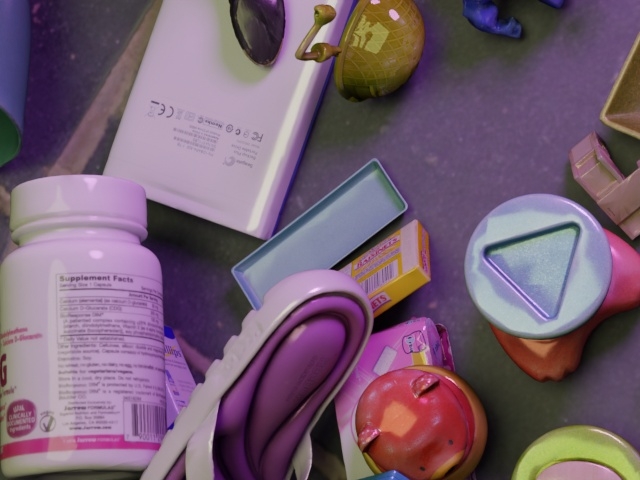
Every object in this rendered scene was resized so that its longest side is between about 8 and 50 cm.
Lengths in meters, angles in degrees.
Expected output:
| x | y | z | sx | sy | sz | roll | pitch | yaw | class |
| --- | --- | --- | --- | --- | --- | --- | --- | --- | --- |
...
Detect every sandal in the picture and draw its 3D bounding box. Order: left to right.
| x | y | z | sx | sy | sz | roll | pitch | yaw | class |
| --- | --- | --- | --- | --- | --- | --- | --- | --- | --- |
| -0.069 | 0.217 | 1.533 | 0.102 | 0.169 | 0.416 | 48 | 122 | 47 | sandal |

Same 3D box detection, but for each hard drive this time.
| x | y | z | sx | sy | sz | roll | pitch | yaw | class |
| --- | --- | --- | --- | --- | --- | --- | --- | --- | --- |
| -0.091 | -0.180 | 1.737 | 0.210 | 0.040 | 0.319 | 19 | 89 | 28 | hard drive |

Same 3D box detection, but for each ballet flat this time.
| x | y | z | sx | sy | sz | roll | pitch | yaw | class |
| --- | --- | --- | --- | --- | --- | --- | --- | --- | --- |
| -0.071 | -0.260 | 1.702 | 0.057 | 0.049 | 0.173 | -12 | 79 | -5 | ballet flat |

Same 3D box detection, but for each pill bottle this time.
| x | y | z | sx | sy | sz | roll | pitch | yaw | class |
| --- | --- | --- | --- | --- | --- | --- | --- | --- | --- |
| -0.232 | 0.089 | 1.608 | 0.160 | 0.160 | 0.283 | -9 | 75 | 25 | pill bottle |

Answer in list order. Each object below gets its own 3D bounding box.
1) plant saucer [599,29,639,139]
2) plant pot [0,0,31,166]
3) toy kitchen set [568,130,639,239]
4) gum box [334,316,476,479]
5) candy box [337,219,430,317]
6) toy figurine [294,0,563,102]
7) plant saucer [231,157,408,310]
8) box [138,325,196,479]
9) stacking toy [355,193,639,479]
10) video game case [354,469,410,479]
| x | y | z | sx | sy | sz | roll | pitch | yaw | class |
| --- | --- | --- | --- | --- | --- | --- | --- | --- | --- |
| 0.378 | -0.155 | 1.498 | 0.188 | 0.045 | 0.188 | 26 | 93 | 28 | plant saucer |
| -0.449 | -0.238 | 1.798 | 0.293 | 0.293 | 0.235 | -4 | 65 | 26 | plant pot |
| 0.285 | -0.062 | 1.536 | 0.068 | 0.075 | 0.083 | -40 | 106 | 18 | toy kitchen set |
| 0.077 | 0.172 | 1.575 | 0.107 | 0.062 | 0.188 | -17 | 73 | 22 | gum box |
| 0.018 | 0.064 | 1.610 | 0.206 | 0.105 | 0.027 | -35 | 108 | 17 | candy box |
| 0.160 | -0.275 | 1.557 | 0.217 | 0.191 | 0.363 | 25 | 93 | 23 | toy figurine |
| 0.000 | 0.000 | 1.668 | 0.192 | 0.018 | 0.067 | -38 | 67 | 13 | plant saucer |
| -0.194 | 0.172 | 1.705 | 0.126 | 0.072 | 0.137 | -33 | 67 | 17 | box |
| 0.197 | 0.127 | 1.445 | 0.279 | 0.130 | 0.309 | 35 | 87 | 18 | stacking toy |
| 0.098 | 0.260 | 1.479 | 0.119 | 0.166 | 0.015 | -28 | 32 | 58 | video game case |
